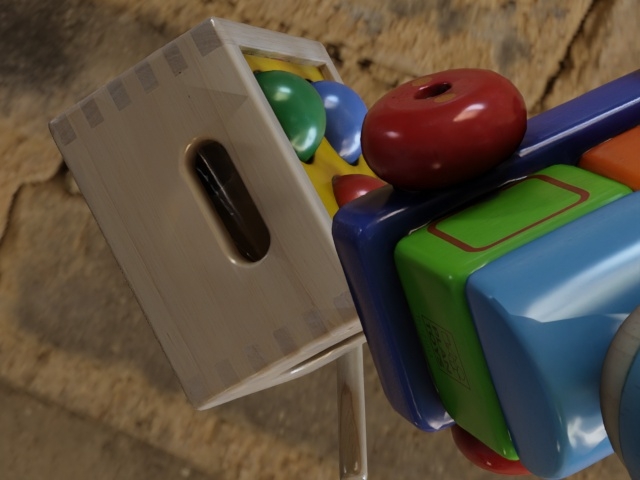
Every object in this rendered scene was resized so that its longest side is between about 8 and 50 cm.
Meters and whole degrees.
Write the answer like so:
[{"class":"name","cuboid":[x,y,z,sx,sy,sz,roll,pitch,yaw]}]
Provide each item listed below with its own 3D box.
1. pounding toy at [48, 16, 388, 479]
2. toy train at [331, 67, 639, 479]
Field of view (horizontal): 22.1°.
[{"class":"pounding toy","cuboid":[0.006,0.008,0.700,0.094,0.206,0.181,-31,-98,18]},{"class":"toy train","cuboid":[0.141,-0.015,0.398,0.248,0.143,0.105,-24,-68,-15]}]
